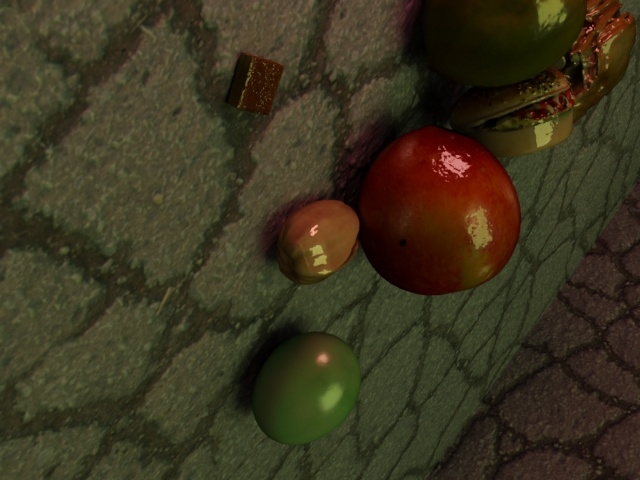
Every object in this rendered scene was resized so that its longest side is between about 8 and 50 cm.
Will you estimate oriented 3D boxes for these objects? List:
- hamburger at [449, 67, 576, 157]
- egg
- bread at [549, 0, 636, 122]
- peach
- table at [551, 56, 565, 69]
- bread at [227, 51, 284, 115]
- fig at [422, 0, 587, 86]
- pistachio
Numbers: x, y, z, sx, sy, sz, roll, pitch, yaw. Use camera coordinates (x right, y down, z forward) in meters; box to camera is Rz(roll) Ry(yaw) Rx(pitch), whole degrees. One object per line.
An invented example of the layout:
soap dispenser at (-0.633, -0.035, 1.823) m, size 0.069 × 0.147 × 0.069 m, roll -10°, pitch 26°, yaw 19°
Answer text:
hamburger at (0.447, -0.303, 1.661) m, size 0.300 × 0.300 × 0.176 m, roll -31°, pitch 112°, yaw -38°
egg at (-0.032, 0.331, 1.605) m, size 0.269 × 0.220 × 0.220 m, roll -47°, pitch 145°, yaw -14°
bread at (0.674, -0.454, 1.856) m, size 0.370 × 0.192 × 0.314 m, roll -54°, pitch 152°, yaw -12°
peach at (0.252, -0.069, 1.582) m, size 0.388 × 0.388 × 0.388 m, roll -33°, pitch 138°, yaw -37°
table at (0.488, -0.485, 1.717) m, size 0.167 × 0.198 × 0.166 m, roll -19°, pitch 118°, yaw -39°
bread at (-0.110, -0.266, 1.227) m, size 0.090 × 0.035 × 0.094 m, roll 0°, pitch 113°, yaw -54°
fig at (0.373, -0.471, 1.487) m, size 0.343 × 0.343 × 0.343 m, roll -33°, pitch 138°, yaw -37°
pistachio at (0.000, 0.000, 1.473) m, size 0.229 × 0.157 × 0.157 m, roll -42°, pitch 144°, yaw -48°
